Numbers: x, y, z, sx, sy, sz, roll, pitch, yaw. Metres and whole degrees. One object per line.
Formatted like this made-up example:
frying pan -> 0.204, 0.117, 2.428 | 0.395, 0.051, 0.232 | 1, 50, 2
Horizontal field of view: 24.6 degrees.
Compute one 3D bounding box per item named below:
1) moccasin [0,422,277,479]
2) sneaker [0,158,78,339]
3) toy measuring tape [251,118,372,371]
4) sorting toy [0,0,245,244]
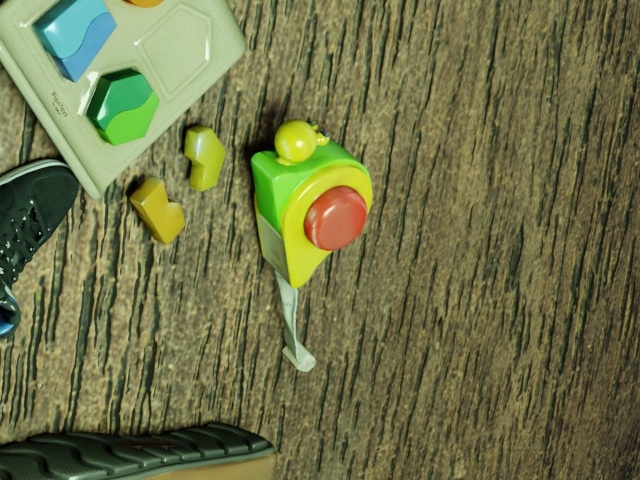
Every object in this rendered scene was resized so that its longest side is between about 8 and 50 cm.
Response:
moccasin -> -0.200, 0.265, 1.453 | 0.380, 0.139, 0.147 | 3, 100, -57
sneaker -> -0.267, 0.023, 1.246 | 0.217, 0.121, 0.079 | -40, 136, -23
toy measuring tape -> 0.000, 0.000, 1.525 | 0.121, 0.121, 0.330 | -36, 141, -27
sorting toy -> -0.150, -0.146, 1.319 | 0.229, 0.041, 0.307 | -50, 138, -22
